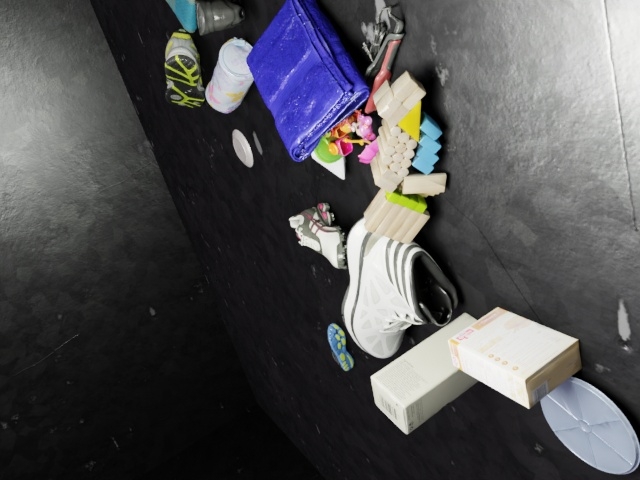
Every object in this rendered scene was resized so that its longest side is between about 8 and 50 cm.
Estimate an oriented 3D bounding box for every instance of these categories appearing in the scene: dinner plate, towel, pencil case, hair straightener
[{"bbox_3d":[-0.279,-0.322,1.955,0.141,0.017,0.141,48,154,33],"label":"dinner plate"},{"bbox_3d":[-0.443,-0.856,1.688,0.271,0.040,0.370,56,154,12],"label":"towel"},{"bbox_3d":[-0.264,-0.477,1.627,0.273,0.114,0.124,-29,79,67],"label":"pencil case"},{"bbox_3d":[0.103,-0.356,1.070,0.089,0.047,0.230,53,155,22],"label":"hair straightener"},{"bbox_3d":[-0.046,-0.351,1.168,0.228,0.076,0.308,-40,61,30],"label":"towel"}]

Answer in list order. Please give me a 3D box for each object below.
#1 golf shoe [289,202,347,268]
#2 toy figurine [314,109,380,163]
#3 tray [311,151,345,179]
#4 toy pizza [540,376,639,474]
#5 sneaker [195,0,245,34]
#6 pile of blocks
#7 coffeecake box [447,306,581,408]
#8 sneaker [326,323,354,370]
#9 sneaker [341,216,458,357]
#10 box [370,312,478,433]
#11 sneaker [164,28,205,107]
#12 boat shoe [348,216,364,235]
[{"bbox_3d":[0.000,0.000,1.499,0.273,0.120,0.105,-118,17,-56],"label":"golf shoe"},{"bbox_3d":[0.076,-0.234,1.192,0.159,0.130,0.173,22,138,41],"label":"toy figurine"},{"bbox_3d":[0.017,-0.291,1.347,0.145,0.030,0.270,42,150,41],"label":"tray"},{"bbox_3d":[0.496,0.334,1.022,0.201,0.032,0.201,46,151,35],"label":"toy pizza"},{"bbox_3d":[-0.273,-0.616,1.505,0.286,0.130,0.109,-111,15,-55],"label":"sneaker"},{"bbox_3d":[0.167,-0.166,1.095,0.112,0.149,0.362,-95,6,-51],"label":"pile of blocks"},{"bbox_3d":[0.357,0.211,1.035,0.185,0.142,0.068,24,135,57],"label":"coffeecake box"},{"bbox_3d":[0.057,0.374,1.944,0.078,0.067,0.188,14,131,53],"label":"sneaker"},{"bbox_3d":[0.183,0.174,1.308,0.257,0.169,0.447,44,151,45],"label":"sneaker"},{"bbox_3d":[0.246,0.273,1.166,0.113,0.275,0.094,38,147,48],"label":"box"},{"bbox_3d":[-0.476,-0.594,1.967,0.385,0.145,0.147,141,131,-69],"label":"sneaker"},{"bbox_3d":[0.119,0.067,1.442,0.103,0.092,0.285,40,148,42],"label":"boat shoe"}]
